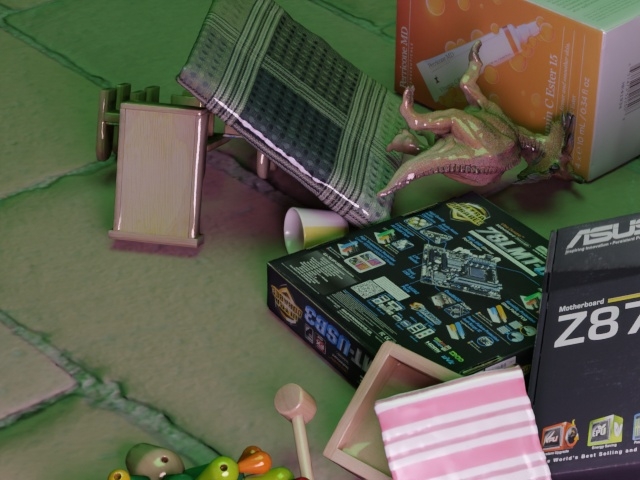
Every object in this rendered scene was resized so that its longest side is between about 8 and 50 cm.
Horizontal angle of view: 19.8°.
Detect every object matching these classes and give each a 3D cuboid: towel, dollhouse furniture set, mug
[{"bbox_3d":[-0.027,-0.166,2.221,0.312,0.056,0.324,37,28,-11],"label":"towel"},{"bbox_3d":[0.136,0.223,1.660,0.144,0.197,0.029,-12,-7,-10],"label":"towel"},{"bbox_3d":[-0.171,-0.094,2.238,0.212,0.161,0.242,6,10,8],"label":"dollhouse furniture set"},{"bbox_3d":[-0.002,-0.002,2.138,0.064,0.078,0.062,-4,-2,-24],"label":"mug"}]

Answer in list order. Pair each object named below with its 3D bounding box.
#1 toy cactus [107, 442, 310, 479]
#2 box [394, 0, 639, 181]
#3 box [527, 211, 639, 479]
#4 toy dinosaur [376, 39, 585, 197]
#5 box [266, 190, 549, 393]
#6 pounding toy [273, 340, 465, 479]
[{"bbox_3d":[-0.132,0.238,1.721,0.219,0.112,0.180,-17,17,-21],"label":"toy cactus"},{"bbox_3d":[0.276,-0.255,2.387,0.168,0.215,0.345,-27,41,-36],"label":"box"},{"bbox_3d":[0.397,0.097,1.731,0.395,0.097,0.318,-11,43,28],"label":"box"},{"bbox_3d":[0.199,-0.110,2.181,0.200,0.127,0.295,38,40,16],"label":"toy dinosaur"},{"bbox_3d":[0.139,0.070,1.997,0.293,0.073,0.295,-19,37,-29],"label":"box"},{"bbox_3d":[0.055,0.196,1.766,0.206,0.094,0.181,25,81,33],"label":"pounding toy"}]
